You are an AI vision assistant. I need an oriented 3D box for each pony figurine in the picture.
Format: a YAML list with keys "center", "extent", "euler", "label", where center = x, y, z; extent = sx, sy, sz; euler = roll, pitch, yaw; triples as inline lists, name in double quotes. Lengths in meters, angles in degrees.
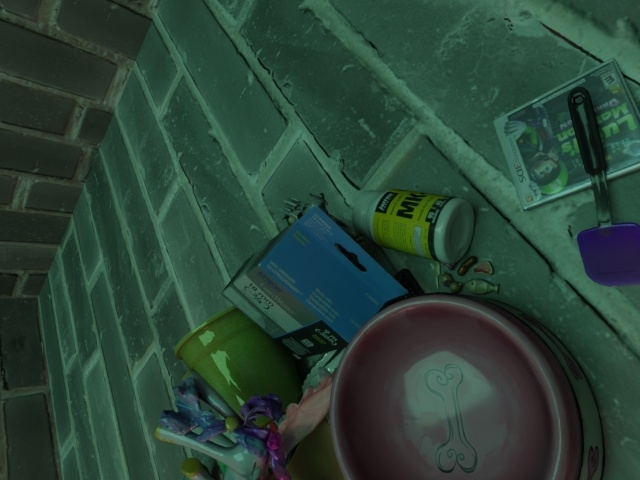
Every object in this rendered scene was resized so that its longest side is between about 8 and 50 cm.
- center: [-0.122, 0.388, 0.758]
  extent: [0.363, 0.303, 0.351]
  euler: [23, 130, 21]
  label: "pony figurine"

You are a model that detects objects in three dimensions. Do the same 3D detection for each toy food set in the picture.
- center: [0.260, 0.060, 0.769]
  extent: [0.122, 0.019, 0.078]
  euler: [-7, 81, 43]
  label: "toy food set"

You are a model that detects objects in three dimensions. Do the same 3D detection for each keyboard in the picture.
- center: [0.179, 0.156, 0.835]
  extent: [0.108, 0.023, 0.180]
  euler: [-49, 55, 29]
  label: "keyboard"

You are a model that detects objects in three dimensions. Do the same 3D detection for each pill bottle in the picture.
- center: [0.168, -0.034, 0.798]
  extent: [0.208, 0.119, 0.119]
  euler: [15, 96, 43]
  label: "pill bottle"

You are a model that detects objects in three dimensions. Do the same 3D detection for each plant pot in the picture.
- center: [-0.167, 0.312, 1.011]
  extent: [0.276, 0.276, 0.254]
  euler: [-45, 69, 31]
  label: "plant pot"

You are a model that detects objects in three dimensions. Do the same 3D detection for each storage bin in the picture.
- center: [0.057, 0.506, 0.847]
  extent: [0.260, 0.123, 0.263]
  euler: [40, 112, 38]
  label: "storage bin"

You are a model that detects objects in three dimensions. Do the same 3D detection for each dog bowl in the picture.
- center: [0.190, 0.265, 0.644]
  extent: [0.407, 0.150, 0.409]
  euler: [-15, 61, 28]
  label: "dog bowl"

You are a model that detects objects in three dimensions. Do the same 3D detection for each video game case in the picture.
- center: [0.390, -0.161, 0.667]
  extent: [0.190, 0.022, 0.173]
  euler: [-25, 70, 39]
  label: "video game case"

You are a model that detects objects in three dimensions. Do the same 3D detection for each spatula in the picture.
- center: [0.403, -0.078, 0.612]
  extent: [0.084, 0.030, 0.297]
  euler: [-14, 84, 43]
  label: "spatula"

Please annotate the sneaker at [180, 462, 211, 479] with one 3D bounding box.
- center: [-0.331, 0.796, 1.203]
  extent: [0.120, 0.108, 0.303]
  euler: [1, 94, 43]
  label: "sneaker"

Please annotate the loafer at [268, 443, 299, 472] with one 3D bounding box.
- center: [-0.105, 0.547, 0.999]
  extent: [0.080, 0.078, 0.220]
  euler: [8, 79, 62]
  label: "loafer"

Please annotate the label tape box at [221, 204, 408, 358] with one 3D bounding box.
- center: [-0.031, 0.105, 0.841]
  extent: [0.240, 0.106, 0.333]
  euler: [42, 144, -10]
  label: "label tape box"

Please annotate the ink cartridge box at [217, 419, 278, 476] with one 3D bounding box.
- center: [-0.208, 0.548, 1.143]
  extent: [0.181, 0.056, 0.225]
  euler: [42, 116, 38]
  label: "ink cartridge box"

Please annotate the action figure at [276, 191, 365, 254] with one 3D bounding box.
- center: [0.000, 0.000, 0.871]
  extent: [0.185, 0.099, 0.285]
  euler: [37, 152, 26]
  label: "action figure"

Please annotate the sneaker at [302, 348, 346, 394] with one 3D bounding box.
- center: [0.045, 0.290, 0.910]
  extent: [0.095, 0.090, 0.235]
  euler: [46, 118, 26]
  label: "sneaker"
